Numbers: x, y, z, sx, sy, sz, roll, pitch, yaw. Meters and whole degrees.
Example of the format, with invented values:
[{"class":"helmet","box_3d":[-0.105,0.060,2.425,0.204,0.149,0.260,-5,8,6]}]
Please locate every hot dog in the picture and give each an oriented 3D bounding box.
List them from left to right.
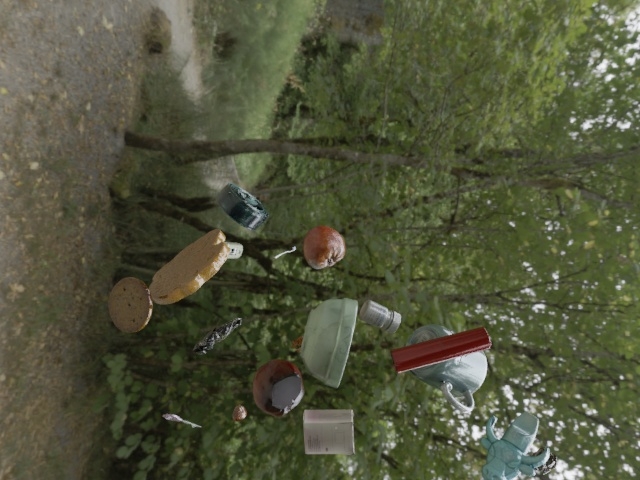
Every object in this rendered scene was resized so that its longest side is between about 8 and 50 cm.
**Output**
[{"class":"hot dog","box_3d":[-0.060,0.433,1.807,0.188,0.055,0.072,-33,-126,48]}]

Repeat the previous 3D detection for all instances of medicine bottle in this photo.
[{"class":"medicine bottle","box_3d":[0.272,0.348,1.953,0.105,0.168,0.105,-61,-171,18]}]

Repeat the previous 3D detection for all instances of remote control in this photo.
[{"class":"remote control","box_3d":[-0.422,0.049,2.022,0.221,0.042,0.078,11,95,-78]}]

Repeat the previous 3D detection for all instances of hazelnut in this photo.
[{"class":"hazelnut","box_3d":[-0.437,0.929,2.298,0.086,0.086,0.086,-176,-90,-83]}]

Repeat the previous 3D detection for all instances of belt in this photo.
[{"class":"belt","box_3d":[-0.325,-0.137,1.805,0.116,0.206,0.267,-46,160,9]}]

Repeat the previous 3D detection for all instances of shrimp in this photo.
[{"class":"shrimp","box_3d":[0.767,0.752,1.459,0.190,0.073,0.074,89,-23,-60]}]

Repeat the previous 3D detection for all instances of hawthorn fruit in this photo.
[{"class":"hawthorn fruit","box_3d":[-0.183,0.590,1.748,0.250,0.215,0.215,43,-48,53]},{"class":"hawthorn fruit","box_3d":[0.022,0.025,2.305,0.231,0.235,0.262,158,-65,-71]}]

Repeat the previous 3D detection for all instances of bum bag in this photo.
[{"class":"bum bag","box_3d":[-0.459,0.421,1.901,0.069,0.248,0.102,38,-24,31]}]

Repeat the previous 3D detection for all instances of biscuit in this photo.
[{"class":"biscuit","box_3d":[-0.639,0.218,1.438,0.027,0.188,0.187,8,86,-68]},{"class":"biscuit","box_3d":[-0.468,0.099,1.554,0.312,0.351,0.057,17,-33,54]}]

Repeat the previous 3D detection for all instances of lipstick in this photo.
[{"class":"lipstick","box_3d":[0.342,0.315,1.225,0.073,0.280,0.073,-16,90,-85]}]

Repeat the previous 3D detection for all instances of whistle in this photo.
[{"class":"whistle","box_3d":[0.573,0.641,1.287,0.186,0.274,0.093,20,-31,48]}]

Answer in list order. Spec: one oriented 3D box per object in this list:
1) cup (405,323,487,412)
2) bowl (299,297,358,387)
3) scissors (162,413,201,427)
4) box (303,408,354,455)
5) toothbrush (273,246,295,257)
[{"class":"cup","box_3d":[0.525,0.539,1.788,0.259,0.275,0.356,-42,-147,27]},{"class":"bowl","box_3d":[0.024,0.342,1.489,0.307,0.163,0.307,-166,-90,-90]},{"class":"scissors","box_3d":[-0.724,0.953,2.242,0.110,0.212,0.021,-35,-149,45]},{"class":"box","box_3d":[0.044,0.955,2.124,0.106,0.252,0.203,-86,173,-69]},{"class":"toothbrush","box_3d":[-0.160,0.057,1.938,0.162,0.014,0.017,-28,111,-54]}]
